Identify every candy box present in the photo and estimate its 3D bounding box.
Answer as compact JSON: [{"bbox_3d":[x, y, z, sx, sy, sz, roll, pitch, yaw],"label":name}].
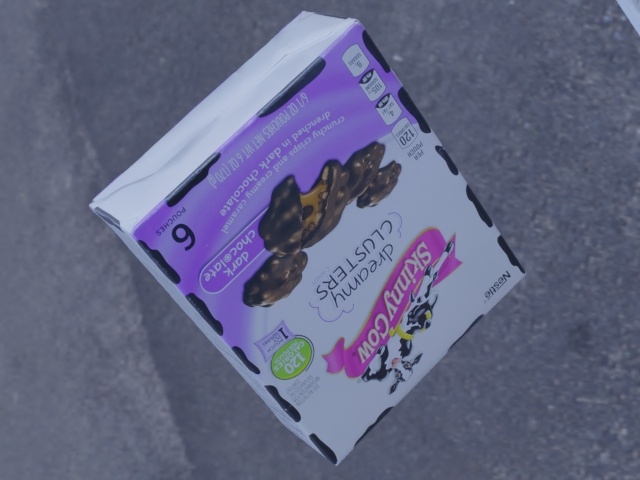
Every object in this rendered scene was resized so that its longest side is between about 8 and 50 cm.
[{"bbox_3d":[0.000,0.000,0.686,0.165,0.196,0.070,-44,30,-11],"label":"candy box"}]

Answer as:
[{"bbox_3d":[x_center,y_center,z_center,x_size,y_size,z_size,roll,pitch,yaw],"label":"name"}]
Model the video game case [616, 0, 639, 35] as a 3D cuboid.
[{"bbox_3d":[0.253,-0.178,0.877,0.011,0.087,0.122,-22,20,47],"label":"video game case"}]
